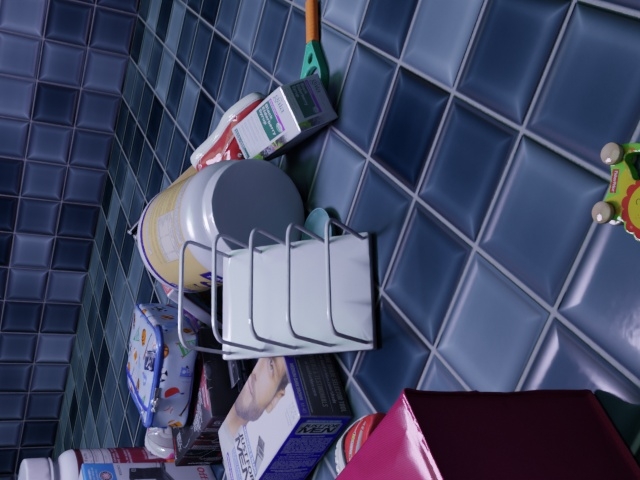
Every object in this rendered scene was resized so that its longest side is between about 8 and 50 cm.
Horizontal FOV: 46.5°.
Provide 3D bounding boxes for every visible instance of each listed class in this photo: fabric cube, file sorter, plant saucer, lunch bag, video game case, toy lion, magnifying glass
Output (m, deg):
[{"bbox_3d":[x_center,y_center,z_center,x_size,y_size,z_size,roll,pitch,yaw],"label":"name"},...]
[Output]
[{"bbox_3d":[0.166,0.323,0.740,0.258,0.259,0.254,-61,34,37],"label":"fabric cube"},{"bbox_3d":[-0.073,0.081,1.195,0.278,0.173,0.192,-8,74,24],"label":"file sorter"},{"bbox_3d":[0.000,0.000,1.375,0.119,0.021,0.119,-22,64,60],"label":"plant saucer"},{"bbox_3d":[-0.366,0.284,1.685,0.303,0.115,0.243,-148,67,-64],"label":"lunch bag"},{"bbox_3d":[-0.319,0.115,1.785,0.025,0.204,0.285,-47,34,1],"label":"video game case"},{"bbox_3d":[0.328,-0.048,0.754,0.096,0.034,0.100,10,93,55],"label":"toy lion"},{"bbox_3d":[-0.016,-0.368,1.475,0.092,0.026,0.230,-22,65,60],"label":"magnifying glass"}]

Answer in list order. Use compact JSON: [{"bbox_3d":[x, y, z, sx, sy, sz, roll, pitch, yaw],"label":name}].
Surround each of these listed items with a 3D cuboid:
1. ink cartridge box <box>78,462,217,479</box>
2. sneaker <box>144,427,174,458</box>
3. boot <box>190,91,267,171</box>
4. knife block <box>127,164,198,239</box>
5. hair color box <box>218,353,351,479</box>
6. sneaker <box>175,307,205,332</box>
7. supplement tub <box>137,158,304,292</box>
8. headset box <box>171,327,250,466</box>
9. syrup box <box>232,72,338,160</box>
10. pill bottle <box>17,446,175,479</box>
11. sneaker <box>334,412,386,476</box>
[{"bbox_3d":[-0.374,0.611,1.661,0.223,0.308,0.129,42,120,57],"label":"ink cartridge box"},{"bbox_3d":[-0.415,0.470,1.987,0.252,0.103,0.111,58,136,49],"label":"sneaker"},{"bbox_3d":[-0.166,-0.199,1.688,0.244,0.088,0.176,-47,71,22],"label":"boot"},{"bbox_3d":[-0.333,-0.096,1.780,0.088,0.242,0.275,106,161,-69],"label":"knife block"},{"bbox_3d":[-0.078,0.338,1.368,0.338,0.110,0.185,-60,35,36],"label":"hair color box"},{"bbox_3d":[-0.340,0.247,1.887,0.236,0.105,0.095,55,131,50],"label":"sneaker"},{"bbox_3d":[-0.207,-0.028,1.522,0.331,0.241,0.241,-16,70,54],"label":"supplement tub"},{"bbox_3d":[-0.246,0.349,1.678,0.293,0.110,0.218,-56,38,43],"label":"headset box"},{"bbox_3d":[-0.074,-0.229,1.454,0.237,0.096,0.093,-23,93,60],"label":"syrup box"},{"bbox_3d":[-0.563,0.650,1.919,0.224,0.392,0.224,-19,68,60],"label":"pill bottle"},{"bbox_3d":[0.098,0.367,1.036,0.118,0.107,0.279,-51,43,32],"label":"sneaker"}]
